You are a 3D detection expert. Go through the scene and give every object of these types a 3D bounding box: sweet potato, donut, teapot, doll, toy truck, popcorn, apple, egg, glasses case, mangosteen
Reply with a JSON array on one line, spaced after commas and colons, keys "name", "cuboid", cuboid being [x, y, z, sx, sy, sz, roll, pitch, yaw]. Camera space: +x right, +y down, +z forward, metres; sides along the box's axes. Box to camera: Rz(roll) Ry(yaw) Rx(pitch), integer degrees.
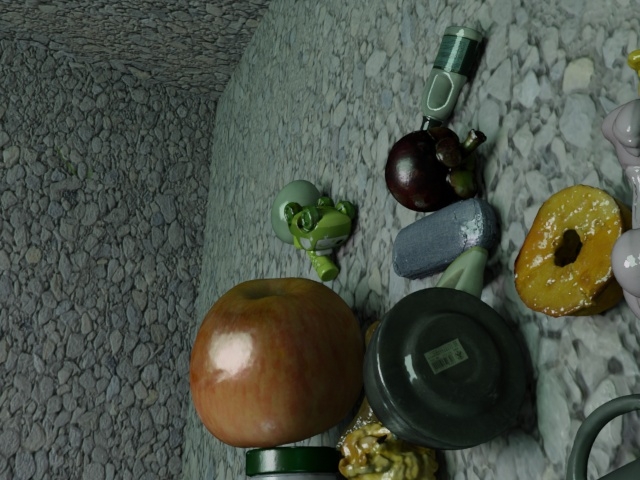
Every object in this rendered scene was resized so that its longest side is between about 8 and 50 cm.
[{"name": "sweet potato", "cuboid": [0.125, 0.281, 1.175, 0.124, 0.098, 0.309, 0, 70, 52]}, {"name": "donut", "cuboid": [0.362, 0.021, 0.821, 0.174, 0.075, 0.190, -1, 73, 66]}, {"name": "teapot", "cuboid": [0.169, 0.186, 0.973, 0.239, 0.240, 0.321, 119, 149, -60]}, {"name": "doll", "cuboid": [0.388, -0.043, 0.686, 0.094, 0.160, 0.365, -13, 60, 35]}, {"name": "toy truck", "cuboid": [-0.008, -0.018, 1.573, 0.187, 0.148, 0.210, 41, 135, 47]}, {"name": "popcorn", "cuboid": [0.118, 0.401, 1.046, 0.180, 0.180, 0.170, -154, 50, -65]}, {"name": "apple", "cuboid": [-0.094, 0.261, 1.309, 0.391, 0.392, 0.346, -174, 76, -66]}, {"name": "egg", "cuboid": [-0.068, -0.082, 1.712, 0.149, 0.150, 0.192, 10, 88, 66]}, {"name": "glasses case", "cuboid": [0.227, 0.002, 1.130, 0.282, 0.067, 0.109, -28, 59, 57]}, {"name": "mangosteen", "cuboid": [0.213, -0.132, 1.123, 0.184, 0.173, 0.172, 17, 94, 46]}]

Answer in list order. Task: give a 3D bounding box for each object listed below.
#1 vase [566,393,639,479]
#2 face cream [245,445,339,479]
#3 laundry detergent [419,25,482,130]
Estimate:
[{"name": "vase", "cuboid": [0.341, 0.311, 0.645, 0.301, 0.156, 0.251, 123, 146, -50]}, {"name": "face cream", "cuboid": [-0.055, 0.626, 1.236, 0.312, 0.220, 0.356, 133, 140, -57]}, {"name": "laundry detergent", "cuboid": [0.259, -0.324, 1.220, 0.099, 0.070, 0.225, 37, 111, 57]}]
